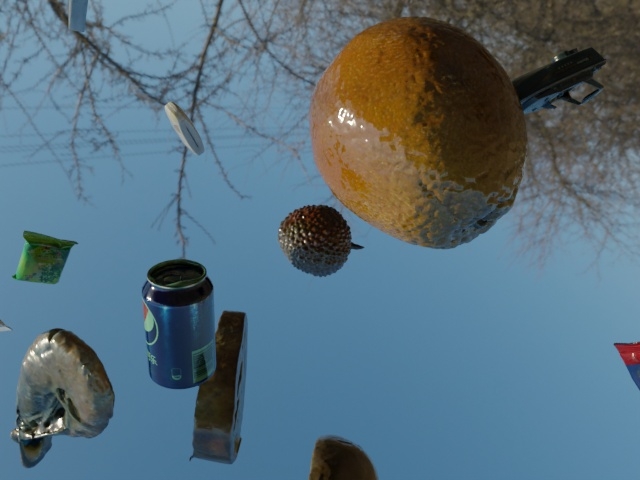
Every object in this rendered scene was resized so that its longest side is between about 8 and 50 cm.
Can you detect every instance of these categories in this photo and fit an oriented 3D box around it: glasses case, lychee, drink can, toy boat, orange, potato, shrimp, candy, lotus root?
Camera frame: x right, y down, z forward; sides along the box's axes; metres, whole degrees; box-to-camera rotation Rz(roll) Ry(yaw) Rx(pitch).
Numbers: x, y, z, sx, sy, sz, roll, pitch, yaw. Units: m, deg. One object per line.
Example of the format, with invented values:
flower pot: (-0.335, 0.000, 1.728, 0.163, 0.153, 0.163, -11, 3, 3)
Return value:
glasses case: (-0.305, -0.250, 1.396, 0.063, 0.041, 0.164, 48, 170, 25)
lychee: (0.000, 0.000, 1.380, 0.197, 0.165, 0.165, 4, -143, -24)
drink can: (-0.233, 0.140, 1.027, 0.118, 0.205, 0.118, 3, -155, -1)
toy boat: (0.423, -0.279, 1.138, 0.246, 0.093, 0.103, -27, -98, -24)
orange: (0.150, -0.160, 0.965, 0.322, 0.322, 0.357, -14, -114, -52)
potato: (0.040, 0.411, 1.057, 0.120, 0.100, 0.261, -9, -157, 12)
shrimp: (-0.543, 0.343, 1.284, 0.221, 0.446, 0.110, 43, -142, 5)
candy: (-0.575, 0.039, 1.282, 0.102, 0.178, 0.032, 8, -127, -31)
lotus root: (-0.238, 0.363, 1.539, 0.111, 0.375, 0.390, 4, 179, -2)

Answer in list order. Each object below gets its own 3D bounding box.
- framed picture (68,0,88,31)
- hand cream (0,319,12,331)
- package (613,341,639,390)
framed picture: (-0.184, -0.276, 0.484, 0.023, 0.189, 0.260, 1, -169, -23)
hand cream: (-0.675, 0.098, 1.094, 0.248, 0.133, 0.083, 44, -125, -28)
package: (0.508, 0.234, 0.901, 0.022, 0.083, 0.200, -28, -94, -24)
